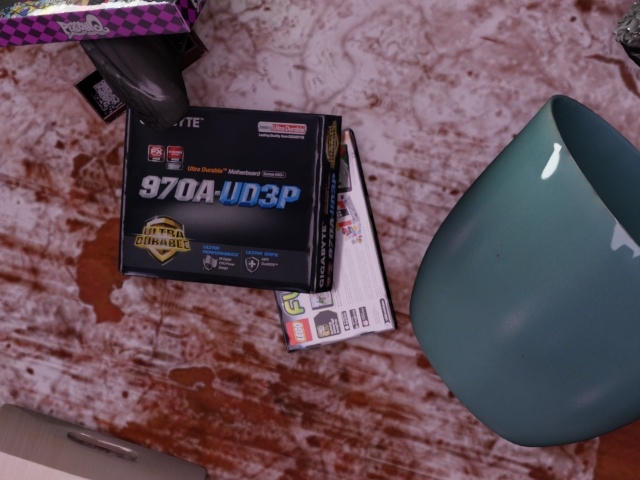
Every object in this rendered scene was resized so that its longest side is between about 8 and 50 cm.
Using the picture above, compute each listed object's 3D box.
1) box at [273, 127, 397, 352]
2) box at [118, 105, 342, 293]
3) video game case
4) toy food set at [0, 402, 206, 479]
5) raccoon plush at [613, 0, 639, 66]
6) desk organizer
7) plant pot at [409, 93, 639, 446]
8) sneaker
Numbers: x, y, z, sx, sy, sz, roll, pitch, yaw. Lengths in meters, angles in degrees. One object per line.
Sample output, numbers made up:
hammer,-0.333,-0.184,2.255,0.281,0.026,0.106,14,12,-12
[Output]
box,0.000,0.000,1.797,0.114,0.036,0.207,-12,88,7
box,-0.090,-0.043,1.768,0.220,0.051,0.175,6,95,23
video game case,-0.182,-0.271,1.680,0.232,0.042,0.210,-1,48,32
toy food set,-0.268,0.342,1.811,0.219,0.092,0.306,19,93,-5
raccoon plush,0.451,-0.304,1.714,0.446,0.216,0.299,11,75,-22
desk organizer,-0.183,-0.175,1.814,0.130,0.050,0.047,-35,85,5
plant pot,0.226,0.051,1.655,0.235,0.293,0.293,-43,85,20
sneaker,-0.173,-0.221,1.726,0.130,0.109,0.286,-32,49,3
